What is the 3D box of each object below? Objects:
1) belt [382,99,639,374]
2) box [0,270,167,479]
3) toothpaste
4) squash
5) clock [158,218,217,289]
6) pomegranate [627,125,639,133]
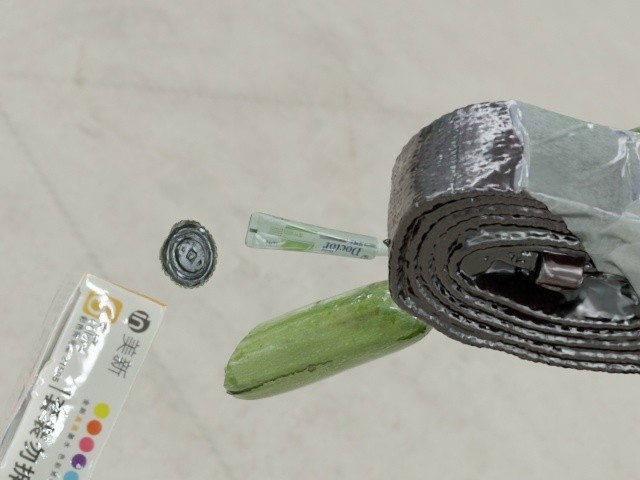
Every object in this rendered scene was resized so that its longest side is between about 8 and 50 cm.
[{"bbox_3d":[0.196,-0.007,1.414,0.289,0.184,0.164,15,37,-5],"label":"belt"},{"bbox_3d":[-0.241,0.140,1.666,0.091,0.220,0.274,24,-4,-10],"label":"box"},{"bbox_3d":[0.000,0.000,2.218,0.197,0.048,0.029,9,18,-20],"label":"toothpaste"},{"bbox_3d":[0.002,0.089,1.548,0.069,0.239,0.069,33,46,-42],"label":"squash"},{"bbox_3d":[-0.146,0.017,1.955,0.010,0.074,0.083,11,-26,47],"label":"clock"},{"bbox_3d":[0.352,-0.039,1.651,0.231,0.286,0.231,17,33,-12],"label":"pomegranate"}]
